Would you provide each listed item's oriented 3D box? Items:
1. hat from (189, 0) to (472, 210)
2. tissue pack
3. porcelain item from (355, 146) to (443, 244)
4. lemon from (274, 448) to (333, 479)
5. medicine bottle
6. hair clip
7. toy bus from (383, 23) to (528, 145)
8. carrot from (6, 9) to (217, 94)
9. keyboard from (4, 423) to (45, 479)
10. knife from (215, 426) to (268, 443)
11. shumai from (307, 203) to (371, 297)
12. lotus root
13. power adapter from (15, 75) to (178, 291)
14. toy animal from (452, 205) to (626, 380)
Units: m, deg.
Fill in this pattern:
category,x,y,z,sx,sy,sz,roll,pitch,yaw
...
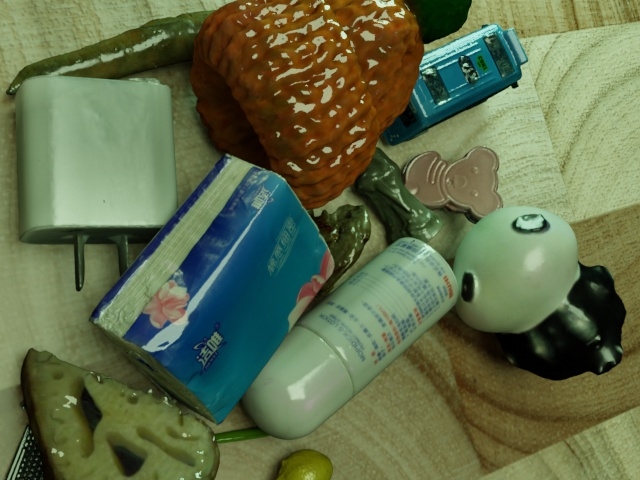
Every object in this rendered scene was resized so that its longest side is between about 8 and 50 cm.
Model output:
category,x,y,z,sx,sy,sz,roll,pitch,yaw
hat,0.029,-0.241,1.207,0.400,0.285,0.285,-35,97,-26
tissue pack,-0.117,0.062,1.081,0.269,0.137,0.209,-52,138,-21
porcelain item,0.091,-0.083,1.314,0.215,0.081,0.069,53,55,-9
lemon,-0.023,0.315,1.189,0.092,0.065,0.065,-14,87,-29
medicine bottle,0.036,0.137,1.214,0.341,0.130,0.130,-38,98,-29
hair clip,0.201,-0.087,1.361,0.138,0.102,0.123,14,71,-24
toy bus,0.197,-0.246,1.372,0.246,0.134,0.113,-28,94,-28
carrot,-0.255,-0.251,1.182,0.342,0.070,0.070,-22,90,-27
keyboard,-0.352,0.299,1.051,0.053,0.010,0.155,25,69,-22
knife,-0.146,0.259,1.159,0.184,0.022,0.026,-2,107,-27
shumai,0.004,0.012,1.234,0.105,0.123,0.139,8,87,-16
lotus root,-0.246,0.243,1.040,0.261,0.074,0.170,23,45,-15
power adapter,-0.276,-0.064,1.100,0.187,0.124,0.255,-1,82,-27
toy animal,0.312,0.072,1.325,0.267,0.212,0.212,46,64,-17
